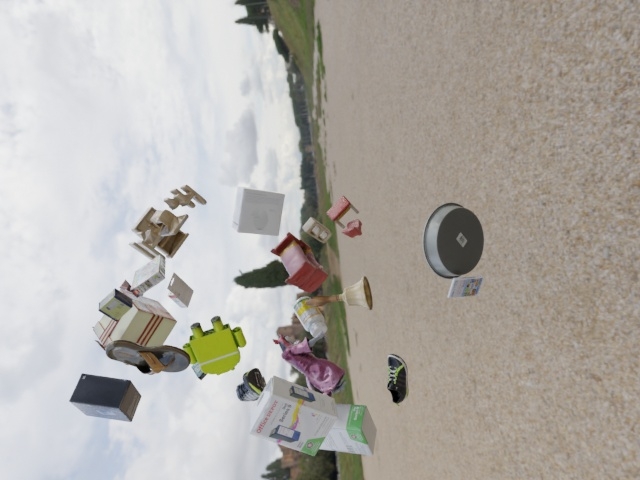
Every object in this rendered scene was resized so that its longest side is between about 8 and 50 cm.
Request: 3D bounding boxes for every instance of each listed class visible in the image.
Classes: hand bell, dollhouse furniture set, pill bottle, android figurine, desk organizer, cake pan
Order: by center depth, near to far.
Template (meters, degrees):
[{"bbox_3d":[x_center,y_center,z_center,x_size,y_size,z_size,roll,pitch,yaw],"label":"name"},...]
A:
[{"bbox_3d":[0.059,0.214,1.517,0.126,0.242,0.126,-13,-90,-75],"label":"hand bell"},{"bbox_3d":[0.509,0.002,1.550,0.054,0.293,0.293,2,100,60],"label":"cake pan"},{"bbox_3d":[0.000,0.000,1.625,0.152,0.374,0.201,34,-166,-43],"label":"dollhouse furniture set"},{"bbox_3d":[-0.429,0.442,1.695,0.056,0.248,0.272,-124,17,-64],"label":"android figurine"},{"bbox_3d":[-0.942,0.253,2.060,0.130,0.047,0.050,80,-154,-51],"label":"desk organizer"},{"bbox_3d":[-0.769,-0.048,2.130,0.256,0.394,0.362,44,-119,-30],"label":"dollhouse furniture set"},{"bbox_3d":[-0.052,0.407,2.185,0.208,0.118,0.117,51,159,40],"label":"pill bottle"}]

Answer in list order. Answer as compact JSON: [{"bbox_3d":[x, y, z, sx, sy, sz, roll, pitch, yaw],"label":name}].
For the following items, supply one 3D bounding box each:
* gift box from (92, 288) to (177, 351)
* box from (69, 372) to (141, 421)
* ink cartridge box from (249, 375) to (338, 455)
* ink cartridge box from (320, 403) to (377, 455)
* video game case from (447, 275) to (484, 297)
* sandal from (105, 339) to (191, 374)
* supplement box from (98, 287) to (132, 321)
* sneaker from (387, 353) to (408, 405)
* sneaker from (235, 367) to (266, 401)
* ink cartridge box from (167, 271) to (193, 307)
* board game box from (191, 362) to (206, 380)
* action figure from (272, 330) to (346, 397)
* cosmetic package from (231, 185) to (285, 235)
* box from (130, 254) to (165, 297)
[{"bbox_3d":[-0.868,0.393,1.873,0.276,0.255,0.258,34,-95,-45],"label":"gift box"},{"bbox_3d":[-0.683,0.505,1.321,0.158,0.156,0.093,100,179,-51],"label":"box"},{"bbox_3d":[-0.080,0.511,1.203,0.154,0.213,0.093,-61,12,12],"label":"ink cartridge box"},{"bbox_3d":[0.074,0.807,1.778,0.121,0.289,0.211,-69,-34,-47],"label":"ink cartridge box"},{"bbox_3d":[0.532,0.170,1.510,0.011,0.122,0.087,-113,25,-56],"label":"video game case"},{"bbox_3d":[-0.462,0.319,1.098,0.060,0.220,0.090,-100,31,-61],"label":"sandal"},{"bbox_3d":[-0.763,0.240,1.538,0.083,0.083,0.056,49,179,-35],"label":"supplement box"},{"bbox_3d":[0.340,0.626,1.841,0.097,0.084,0.234,-23,-78,-48],"label":"sneaker"},{"bbox_3d":[-0.284,0.602,1.669,0.300,0.121,0.111,88,161,-59],"label":"sneaker"},{"bbox_3d":[-0.442,0.154,1.277,0.115,0.029,0.062,63,-152,-47],"label":"ink cartridge box"},{"bbox_3d":[-0.573,0.614,2.125,0.126,0.186,0.026,22,153,55],"label":"board game box"},{"bbox_3d":[-0.069,0.554,1.836,0.275,0.370,0.248,-55,-4,-38],"label":"action figure"},{"bbox_3d":[-0.324,-0.153,2.142,0.138,0.224,0.224,29,111,61],"label":"cosmetic package"},{"bbox_3d":[-0.613,0.124,1.478,0.036,0.114,0.207,58,171,-23],"label":"box"}]
